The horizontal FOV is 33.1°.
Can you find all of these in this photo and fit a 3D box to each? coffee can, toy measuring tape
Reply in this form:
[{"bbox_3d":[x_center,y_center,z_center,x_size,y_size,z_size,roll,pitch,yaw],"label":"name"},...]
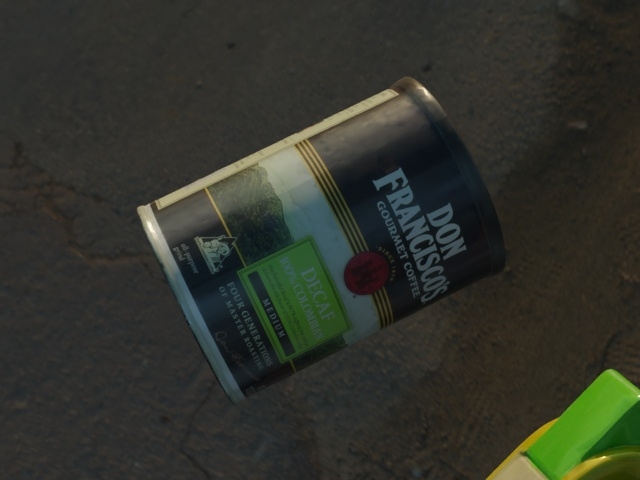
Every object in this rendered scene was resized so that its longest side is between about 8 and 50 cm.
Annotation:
[{"bbox_3d":[0.000,0.000,0.984,0.275,0.201,0.201,-26,60,-5],"label":"coffee can"},{"bbox_3d":[0.133,0.215,0.685,0.330,0.121,0.121,-46,61,2],"label":"toy measuring tape"}]
